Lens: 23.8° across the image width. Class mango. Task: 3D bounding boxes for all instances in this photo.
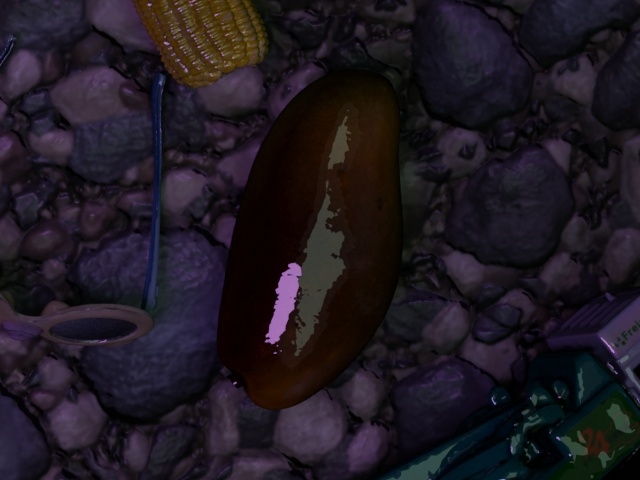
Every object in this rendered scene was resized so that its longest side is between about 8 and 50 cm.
[{"bbox_3d":[0.000,0.000,1.160,0.133,0.111,0.267,15,89,-4],"label":"mango"}]

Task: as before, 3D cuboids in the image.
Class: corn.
[{"bbox_3d":[-0.103,-0.198,1.140,0.085,0.063,0.165,-21,100,6],"label":"corn"}]

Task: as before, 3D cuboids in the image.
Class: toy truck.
[{"bbox_3d":[0.191,0.179,1.211,0.363,0.176,0.178,-35,94,-15],"label":"toy truck"}]

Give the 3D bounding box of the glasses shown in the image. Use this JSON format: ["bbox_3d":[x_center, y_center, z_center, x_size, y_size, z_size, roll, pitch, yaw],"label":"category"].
[{"bbox_3d":[-0.193,-0.034,1.102,0.190,0.088,0.220,14,87,-20],"label":"glasses"}]
